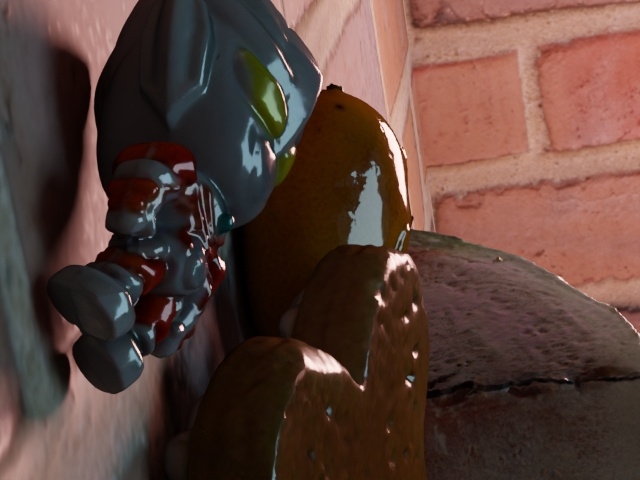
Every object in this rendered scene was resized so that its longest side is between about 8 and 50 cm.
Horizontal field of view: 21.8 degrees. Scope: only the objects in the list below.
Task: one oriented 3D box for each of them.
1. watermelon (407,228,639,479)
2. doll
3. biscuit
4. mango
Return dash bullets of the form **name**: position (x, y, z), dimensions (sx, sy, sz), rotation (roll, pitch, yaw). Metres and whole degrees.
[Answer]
- **watermelon**: position (0.056, 0.138, 1.069), dimensions (0.320, 0.213, 0.290), rotation (39, -66, 42)
- **doll**: position (-0.045, -0.028, 0.538), dimensions (0.094, 0.079, 0.180), rotation (77, 21, -44)
- **biscuit**: position (0.008, 0.233, 0.710), dimensions (0.283, 0.064, 0.432), rotation (-42, 126, -69)
- **mango**: position (0.004, -0.002, 0.839), dimensions (0.105, 0.084, 0.159), rotation (47, 36, -69)
